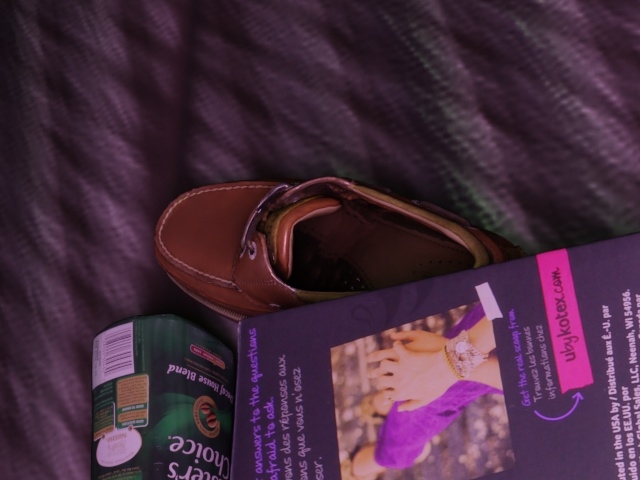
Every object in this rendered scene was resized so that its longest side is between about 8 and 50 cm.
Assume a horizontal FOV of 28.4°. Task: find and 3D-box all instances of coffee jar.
[{"bbox_3d":[-0.100,0.145,0.796,0.079,0.096,0.184,-18,57,26],"label":"coffee jar"}]

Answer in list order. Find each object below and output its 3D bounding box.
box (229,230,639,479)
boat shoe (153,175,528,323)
[{"bbox_3d":[0.108,0.106,0.640,0.270,0.165,0.143,-13,59,26],"label":"box"},{"bbox_3d":[0.000,0.000,0.809,0.307,0.104,0.111,9,69,36],"label":"boat shoe"}]
